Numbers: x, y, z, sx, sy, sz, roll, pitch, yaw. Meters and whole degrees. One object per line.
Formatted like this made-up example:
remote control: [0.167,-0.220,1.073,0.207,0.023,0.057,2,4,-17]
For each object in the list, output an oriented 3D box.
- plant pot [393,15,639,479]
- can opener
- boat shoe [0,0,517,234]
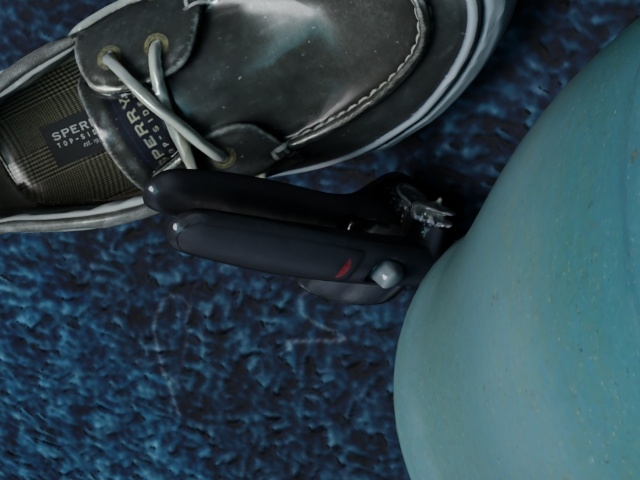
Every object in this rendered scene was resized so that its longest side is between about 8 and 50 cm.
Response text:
plant pot: [0.162,0.037,0.566,0.271,0.271,0.255,52,146,-4]
can opener: [0.000,0.000,0.705,0.059,0.186,0.073,42,110,35]
boat shoe: [-0.059,-0.061,0.736,0.335,0.119,0.121,-22,103,41]
